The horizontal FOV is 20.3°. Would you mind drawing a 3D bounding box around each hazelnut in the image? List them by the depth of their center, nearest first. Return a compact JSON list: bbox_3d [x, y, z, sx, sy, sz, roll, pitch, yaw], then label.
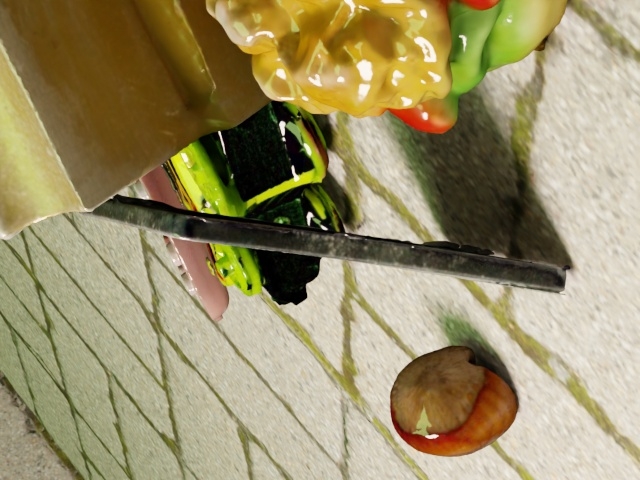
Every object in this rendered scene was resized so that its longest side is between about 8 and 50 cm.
[{"bbox_3d":[0.090,0.113,1.223,0.086,0.086,0.086,48,159,25],"label":"hazelnut"}]

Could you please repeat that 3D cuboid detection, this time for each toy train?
[{"bbox_3d":[-0.068,-0.085,1.257,0.160,0.100,0.296,48,161,45],"label":"toy train"}]

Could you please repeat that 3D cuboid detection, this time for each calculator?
[{"bbox_3d":[0.000,0.000,1.042,0.161,0.261,0.021,13,94,63],"label":"calculator"},{"bbox_3d":[-0.142,-0.083,1.426,0.220,0.048,0.330,-130,17,-74],"label":"calculator"}]

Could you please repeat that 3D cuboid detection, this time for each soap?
[{"bbox_3d":[-0.137,-0.181,0.994,0.143,0.259,0.281,-7,114,46],"label":"soap"}]

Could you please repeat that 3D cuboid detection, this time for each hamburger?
[{"bbox_3d":[0.009,-0.155,0.880,0.237,0.149,0.237,47,157,27],"label":"hamburger"}]
